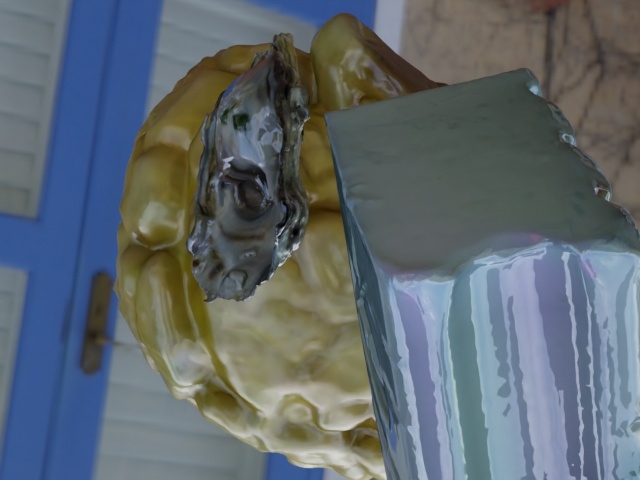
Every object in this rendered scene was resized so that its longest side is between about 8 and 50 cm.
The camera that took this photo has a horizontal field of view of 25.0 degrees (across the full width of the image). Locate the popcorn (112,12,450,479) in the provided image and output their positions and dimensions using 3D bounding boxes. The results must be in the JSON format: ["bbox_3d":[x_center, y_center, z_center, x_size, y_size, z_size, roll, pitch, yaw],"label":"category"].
[{"bbox_3d":[0.005,0.019,1.214,0.354,0.390,0.344,-17,-173,-10],"label":"popcorn"}]

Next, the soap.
[{"bbox_3d":[0.090,0.105,0.732,0.115,0.347,0.208,-11,-150,-1],"label":"soap"}]

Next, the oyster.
[{"bbox_3d":[-0.033,-0.047,0.821,0.053,0.165,0.108,8,169,-22],"label":"oyster"}]
